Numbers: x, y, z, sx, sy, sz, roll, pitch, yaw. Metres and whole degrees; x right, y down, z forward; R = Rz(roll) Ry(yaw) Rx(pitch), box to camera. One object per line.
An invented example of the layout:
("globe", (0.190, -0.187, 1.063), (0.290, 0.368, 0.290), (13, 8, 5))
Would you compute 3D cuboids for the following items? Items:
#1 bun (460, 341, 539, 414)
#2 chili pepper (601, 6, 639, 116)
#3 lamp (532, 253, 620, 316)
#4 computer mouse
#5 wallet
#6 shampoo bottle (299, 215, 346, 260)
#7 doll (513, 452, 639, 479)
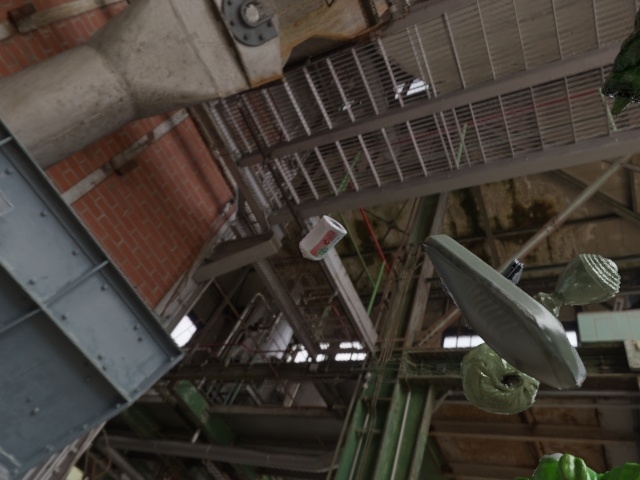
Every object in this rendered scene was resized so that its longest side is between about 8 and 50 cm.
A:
("bun", (0.505, 0.398, 1.319), (0.221, 0.108, 0.221), (2, -79, 12))
("chili pepper", (0.622, -0.364, 0.871), (0.099, 0.136, 0.270), (19, -78, -34))
("lamp", (0.533, 0.104, 0.984), (0.106, 0.106, 0.193), (41, -60, -12))
("computer mouse", (0.278, 0.112, 0.754), (0.095, 0.331, 0.197), (-42, -50, 0))
("wallet", (0.482, 0.154, 1.295), (0.036, 0.222, 0.167), (43, 1, 24))
("shampoo bottle", (0.000, 0.000, 0.977), (0.099, 0.043, 0.072), (-47, -38, 13))
("doll", (0.231, 0.183, 0.336), (0.115, 0.050, 0.190), (28, -35, -30))
